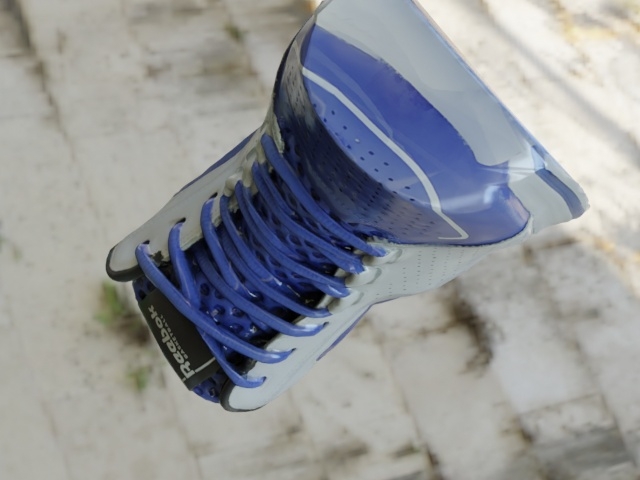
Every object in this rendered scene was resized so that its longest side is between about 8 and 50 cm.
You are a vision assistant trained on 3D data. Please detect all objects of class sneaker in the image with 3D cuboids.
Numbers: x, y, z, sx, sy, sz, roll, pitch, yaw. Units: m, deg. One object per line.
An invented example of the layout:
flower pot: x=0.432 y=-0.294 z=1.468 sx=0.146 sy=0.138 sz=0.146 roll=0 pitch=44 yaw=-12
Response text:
sneaker: x=0.000 y=0.000 z=0.713 sx=0.127 sy=0.182 sz=0.315 roll=49 pitch=-2 yaw=2
